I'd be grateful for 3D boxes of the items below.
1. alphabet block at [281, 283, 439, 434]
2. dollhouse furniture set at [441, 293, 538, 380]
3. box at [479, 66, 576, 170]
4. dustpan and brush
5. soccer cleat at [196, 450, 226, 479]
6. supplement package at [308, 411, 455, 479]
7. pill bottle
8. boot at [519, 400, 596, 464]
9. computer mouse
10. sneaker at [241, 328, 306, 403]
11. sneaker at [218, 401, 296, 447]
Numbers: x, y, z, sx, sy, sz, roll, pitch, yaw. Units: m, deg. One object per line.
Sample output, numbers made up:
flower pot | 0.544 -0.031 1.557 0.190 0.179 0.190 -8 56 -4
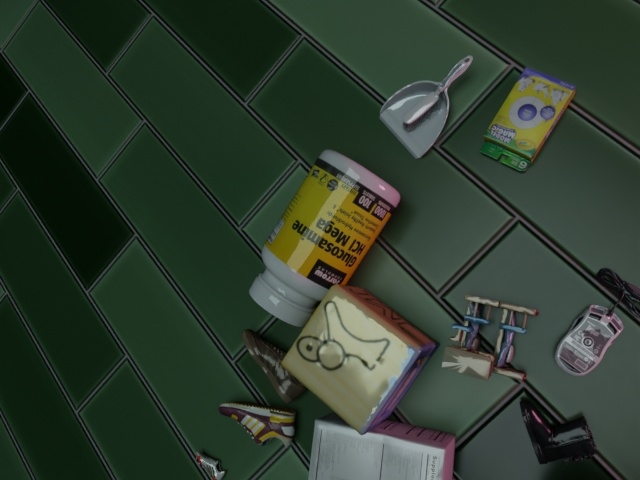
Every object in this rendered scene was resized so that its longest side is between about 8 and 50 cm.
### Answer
alphabet block | 0.080 0.216 0.963 0.197 0.193 0.192 36 95 23
dollhouse furniture set | 0.301 0.169 0.881 0.129 0.183 0.129 11 86 24
box | 0.396 -0.233 0.981 0.105 0.043 0.179 32 97 24
dustpan and brush | 0.232 -0.293 1.047 0.211 0.060 0.147 -41 69 12
soccer cleat | -0.248 0.505 1.147 0.083 0.029 0.035 43 90 19
supplement package | 0.117 0.417 0.948 0.244 0.134 0.139 5 83 23
pill bottle | 0.000 0.000 1.031 0.188 0.188 0.334 34 96 23
boot | 0.415 0.330 0.886 0.099 0.045 0.121 -22 82 21
computer mouse | 0.483 0.151 0.889 0.106 0.042 0.193 40 92 18
sneaker | -0.098 0.261 1.111 0.071 0.066 0.188 -37 75 -4
sneaker | -0.144 0.398 1.095 0.185 0.069 0.084 1 77 24
